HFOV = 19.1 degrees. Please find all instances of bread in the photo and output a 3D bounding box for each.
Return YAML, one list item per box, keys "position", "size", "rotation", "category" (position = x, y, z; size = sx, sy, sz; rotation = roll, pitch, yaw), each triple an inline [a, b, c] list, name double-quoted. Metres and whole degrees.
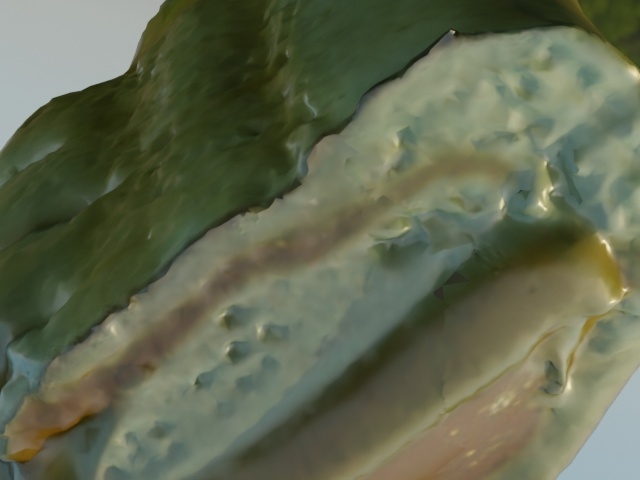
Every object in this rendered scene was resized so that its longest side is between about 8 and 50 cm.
- position: [0.000, 0.000, 0.820]
  size: [0.210, 0.300, 0.341]
  rotation: [54, -174, -24]
  category: "bread"
